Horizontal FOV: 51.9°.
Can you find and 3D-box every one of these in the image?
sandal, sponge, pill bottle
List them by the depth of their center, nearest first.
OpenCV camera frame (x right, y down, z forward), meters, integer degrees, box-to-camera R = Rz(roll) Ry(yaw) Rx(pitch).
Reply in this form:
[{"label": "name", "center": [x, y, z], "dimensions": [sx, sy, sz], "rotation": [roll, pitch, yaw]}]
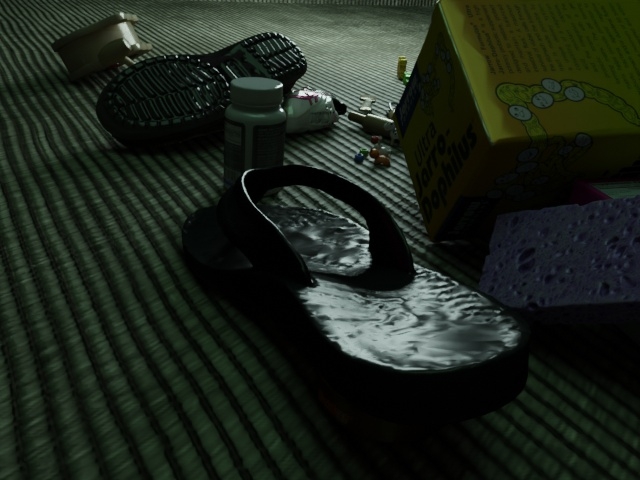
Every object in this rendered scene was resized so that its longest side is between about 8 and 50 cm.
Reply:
[{"label": "sponge", "center": [0.237, 0.015, 0.555], "dimensions": [0.210, 0.031, 0.117], "rotation": [-10, 44, 43]}, {"label": "sandal", "center": [0.003, 0.000, 0.562], "dimensions": [0.167, 0.107, 0.445], "rotation": [-13, 20, -27]}, {"label": "pill bottle", "center": [-0.083, -0.132, 0.835], "dimensions": [0.078, 0.137, 0.078], "rotation": [5, 26, -2]}]

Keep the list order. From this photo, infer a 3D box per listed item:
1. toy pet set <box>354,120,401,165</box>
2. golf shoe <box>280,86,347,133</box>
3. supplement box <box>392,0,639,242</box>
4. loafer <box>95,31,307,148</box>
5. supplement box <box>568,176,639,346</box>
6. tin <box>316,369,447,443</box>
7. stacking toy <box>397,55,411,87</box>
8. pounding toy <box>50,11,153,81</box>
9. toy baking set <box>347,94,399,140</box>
[{"label": "toy pet set", "center": [0.123, -0.163, 1.022], "dimensions": [0.114, 0.065, 0.122], "rotation": [11, 27, 13]}, {"label": "golf shoe", "center": [-0.013, -0.220, 1.112], "dimensions": [0.086, 0.068, 0.186], "rotation": [14, 27, 14]}, {"label": "supplement box", "center": [0.293, -0.140, 0.754], "dimensions": [0.356, 0.194, 0.195], "rotation": [-6, 62, -12]}, {"label": "loafer", "center": [-0.179, -0.218, 1.050], "dimensions": [0.366, 0.130, 0.134], "rotation": [-25, 73, -33]}, {"label": "supplement box", "center": [0.332, 0.030, 0.609], "dimensions": [0.113, 0.111, 0.220], "rotation": [-3, 26, -14]}, {"label": "tin", "center": [0.080, 0.094, 0.516], "dimensions": [0.189, 0.040, 0.106], "rotation": [-16, 37, -36]}, {"label": "stacking toy", "center": [0.266, -0.369, 1.501], "dimensions": [0.166, 0.052, 0.221], "rotation": [3, 28, -1]}, {"label": "pounding toy", "center": [-0.418, -0.351, 1.308], "dimensions": [0.154, 0.155, 0.269], "rotation": [-24, 17, 4]}, {"label": "toy baking set", "center": [0.149, -0.217, 1.187], "dimensions": [0.256, 0.030, 0.196], "rotation": [22, 28, 31]}]
